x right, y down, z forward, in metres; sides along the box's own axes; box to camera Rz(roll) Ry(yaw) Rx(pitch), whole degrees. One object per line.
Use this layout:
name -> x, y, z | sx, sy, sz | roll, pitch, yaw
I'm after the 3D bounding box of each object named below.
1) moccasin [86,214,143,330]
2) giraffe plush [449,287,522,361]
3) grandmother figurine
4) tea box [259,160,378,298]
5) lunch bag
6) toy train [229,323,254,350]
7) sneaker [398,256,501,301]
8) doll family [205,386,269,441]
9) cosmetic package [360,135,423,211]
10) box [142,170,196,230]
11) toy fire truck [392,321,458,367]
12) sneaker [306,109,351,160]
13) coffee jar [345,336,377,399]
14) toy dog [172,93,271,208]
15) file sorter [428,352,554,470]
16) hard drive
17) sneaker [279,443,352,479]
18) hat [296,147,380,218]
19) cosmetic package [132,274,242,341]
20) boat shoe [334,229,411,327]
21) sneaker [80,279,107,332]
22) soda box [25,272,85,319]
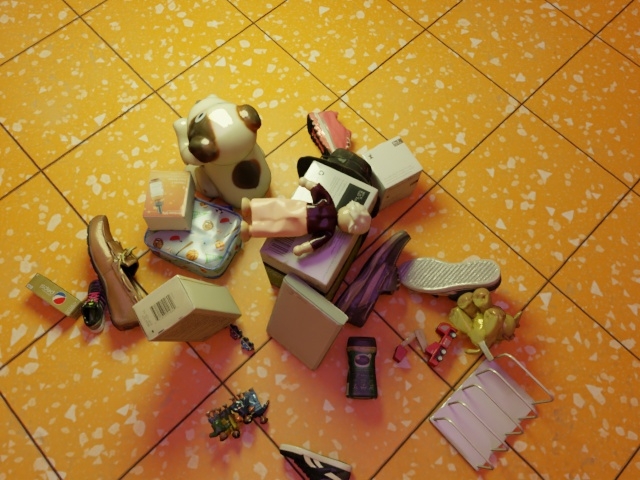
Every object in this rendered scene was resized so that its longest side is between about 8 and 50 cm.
moccasin -> -0.628, 0.088, 1.548 | 0.146, 0.139, 0.380 | -22, 72, -11
giraffe plush -> 0.527, 0.252, 1.500 | 0.170, 0.181, 0.211 | -3, 69, -35
grandmother figurine -> -0.035, -0.064, 1.305 | 0.341, 0.104, 0.208 | 2, 95, -1
tea box -> 0.000, 0.000, 1.500 | 0.219, 0.324, 0.329 | 26, 70, 11
lunch bag -> -0.400, -0.023, 1.613 | 0.303, 0.115, 0.243 | 21, 68, 7
toy train -> -0.266, 0.292, 1.540 | 0.158, 0.027, 0.036 | 42, 77, 14
sneaker -> 0.414, 0.132, 1.580 | 0.320, 0.127, 0.126 | 0, 61, 25
doll family -> -0.236, 0.514, 1.433 | 0.192, 0.076, 0.111 | -30, 68, -15
cosmetic package -> 0.229, -0.223, 1.667 | 0.151, 0.184, 0.152 | -29, 72, -11
box -> -0.473, -0.126, 1.550 | 0.129, 0.091, 0.171 | 0, 63, -2
toy fire truck -> 0.327, 0.323, 1.535 | 0.135, 0.047, 0.192 | 33, 71, 11
sneaker -> 0.064, -0.342, 1.746 | 0.136, 0.116, 0.314 | -20, 72, -13
coffee jar -> 0.125, 0.384, 1.488 | 0.096, 0.079, 0.185 | 2, 70, 2
toy dog -> -0.304, -0.274, 1.552 | 0.284, 0.408, 0.396 | -28, 72, -11
file sorter -> 0.490, 0.488, 1.410 | 0.277, 0.173, 0.193 | -40, 75, -15
hard drive -> -0.050, 0.244, 1.418 | 0.203, 0.308, 0.040 | 37, 52, 12
sneaker -> -0.027, 0.660, 1.378 | 0.216, 0.079, 0.121 | 18, 68, 4
hat -> 0.077, -0.209, 1.576 | 0.331, 0.331, 0.134 | 26, 72, 8
cosmetic package -> -0.368, 0.203, 1.405 | 0.160, 0.309, 0.113 | -34, 74, 4
boat shoe -> 0.186, 0.126, 1.577 | 0.130, 0.132, 0.355 | 39, 81, 2
sneaker -> -0.708, 0.199, 1.537 | 0.063, 0.075, 0.171 | -4, 69, -3
soda box -> -0.831, 0.177, 1.549 | 0.181, 0.061, 0.058 | 31, 71, 10
